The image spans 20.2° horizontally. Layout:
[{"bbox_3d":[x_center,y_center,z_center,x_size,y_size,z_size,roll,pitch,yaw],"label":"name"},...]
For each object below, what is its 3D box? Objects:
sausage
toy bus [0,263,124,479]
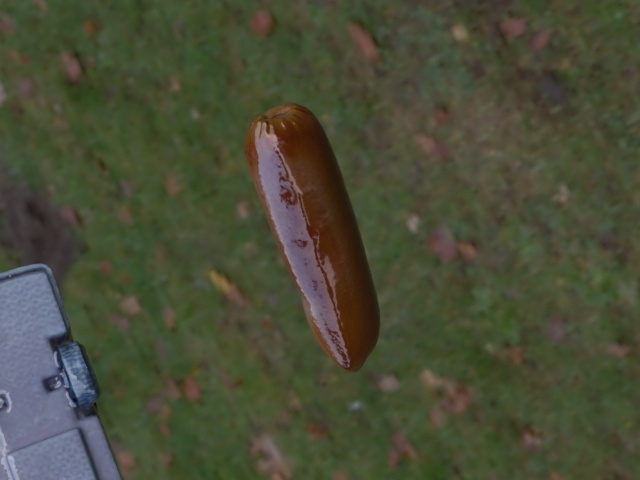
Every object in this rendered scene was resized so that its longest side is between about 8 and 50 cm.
[{"bbox_3d":[0.000,0.000,1.732,0.089,0.083,0.300,44,158,55],"label":"sausage"},{"bbox_3d":[-0.180,0.186,1.266,0.136,0.109,0.329,136,114,-80],"label":"toy bus"}]
